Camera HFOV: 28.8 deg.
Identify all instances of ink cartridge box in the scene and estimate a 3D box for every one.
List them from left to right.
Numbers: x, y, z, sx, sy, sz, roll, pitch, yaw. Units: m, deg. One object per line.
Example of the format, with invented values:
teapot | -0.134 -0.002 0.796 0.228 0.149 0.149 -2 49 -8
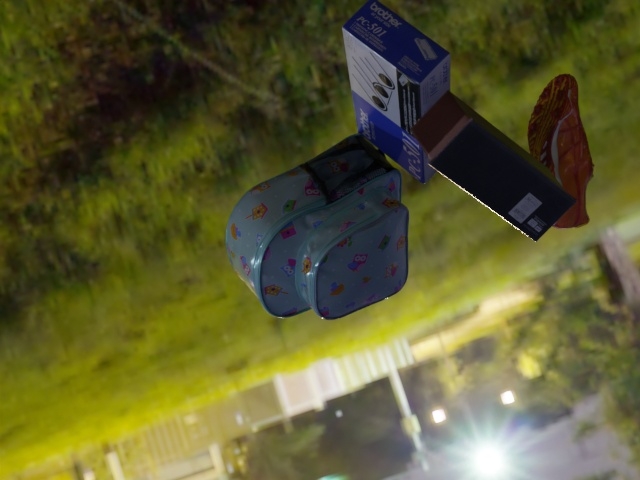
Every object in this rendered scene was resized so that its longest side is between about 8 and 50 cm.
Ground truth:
ink cartridge box | 0.078 -0.141 1.212 0.046 0.097 0.207 -46 160 -13

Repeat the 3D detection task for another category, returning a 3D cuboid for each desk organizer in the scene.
desk organizer | 0.132 -0.057 0.954 0.130 0.050 0.047 32 109 -34

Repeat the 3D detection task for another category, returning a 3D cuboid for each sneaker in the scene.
sneaker | 0.270 -0.098 1.382 0.067 0.175 0.064 8 173 -30

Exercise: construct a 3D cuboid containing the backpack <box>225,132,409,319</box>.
backpack | 0.000 0.000 1.326 0.188 0.144 0.166 -19 139 -15
